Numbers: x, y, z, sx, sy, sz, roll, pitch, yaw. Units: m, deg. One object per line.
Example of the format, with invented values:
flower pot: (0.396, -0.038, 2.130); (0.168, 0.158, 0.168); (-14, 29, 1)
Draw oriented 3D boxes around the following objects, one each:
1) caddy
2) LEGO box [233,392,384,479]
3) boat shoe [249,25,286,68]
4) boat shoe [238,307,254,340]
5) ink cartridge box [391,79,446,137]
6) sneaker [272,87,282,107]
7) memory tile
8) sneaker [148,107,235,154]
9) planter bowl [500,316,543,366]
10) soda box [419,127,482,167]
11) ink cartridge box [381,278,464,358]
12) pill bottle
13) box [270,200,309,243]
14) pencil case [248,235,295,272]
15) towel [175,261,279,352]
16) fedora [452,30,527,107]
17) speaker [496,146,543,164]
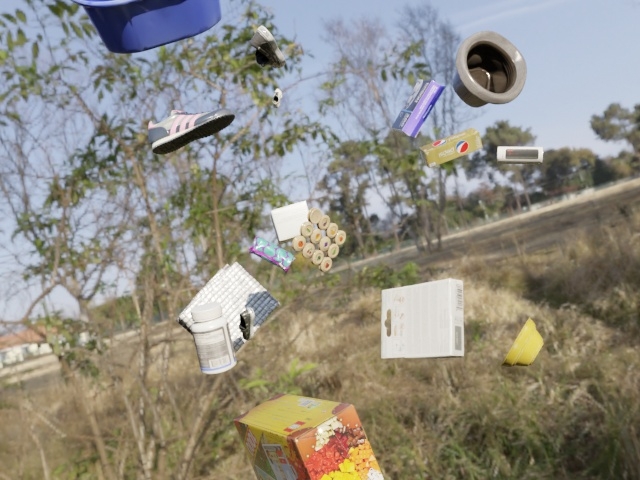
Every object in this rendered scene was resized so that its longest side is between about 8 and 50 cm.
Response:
caddy: (-0.381, -0.565, 1.336); (0.341, 0.241, 0.179); (-21, -39, -9)
LEGO box: (-0.027, 0.665, 1.745); (0.193, 0.372, 0.500); (-23, 1, -28)
boat shoe: (-0.166, -0.569, 1.839); (0.076, 0.080, 0.228); (-45, -6, 1)
boat shoe: (-0.231, 0.260, 1.855); (0.040, 0.049, 0.142); (-22, -39, -31)
ink cartridge box: (0.347, -0.477, 2.169); (0.045, 0.206, 0.208); (28, 9, -16)
sneaker: (-0.163, -0.543, 2.280); (0.032, 0.083, 0.037); (2, -19, 3)
memory tile: (0.000, 0.000, 1.410); (0.012, 0.113, 0.148); (18, -16, 44)
sneaker: (-0.466, -0.423, 2.142); (0.319, 0.131, 0.112); (-21, -15, 0)
planter bowl: (0.766, 0.399, 2.248); (0.217, 0.090, 0.217); (-47, -25, -30)
soda box: (0.409, -0.291, 1.892); (0.181, 0.058, 0.061); (-20, 25, 1)
ink cartridge box: (0.254, 0.203, 1.524); (0.066, 0.189, 0.232); (13, -19, -33)
pill bottle: (-0.228, 0.205, 1.273); (0.078, 0.137, 0.078); (-11, 8, 1)
box: (-0.077, -0.047, 1.639); (0.102, 0.087, 0.101); (-17, -4, -7)
pencil case: (-0.163, 0.046, 2.016); (0.064, 0.152, 0.070); (-57, 8, 31)
towel: (-0.319, 0.243, 2.079); (0.283, 0.235, 0.121); (-49, 3, -28)
fedora: (0.523, -0.528, 1.941); (0.275, 0.244, 0.124); (-58, 7, -30)
speaker: (0.614, -0.262, 1.865); (0.136, 0.055, 0.055); (4, -2, 17)
